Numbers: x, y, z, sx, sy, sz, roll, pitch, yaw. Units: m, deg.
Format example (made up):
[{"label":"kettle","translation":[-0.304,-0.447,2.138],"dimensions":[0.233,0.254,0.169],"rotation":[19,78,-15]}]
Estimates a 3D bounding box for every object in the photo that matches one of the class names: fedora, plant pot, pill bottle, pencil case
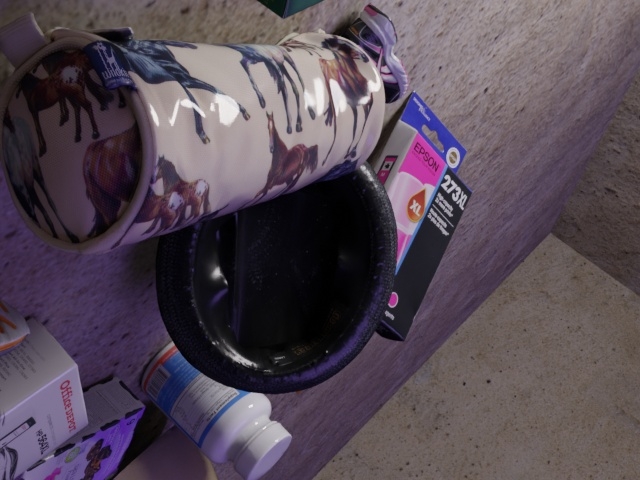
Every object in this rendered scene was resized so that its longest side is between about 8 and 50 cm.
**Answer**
[{"label":"fedora","translation":[-0.064,0.021,1.002],"dimensions":[0.334,0.334,0.152],"rotation":[-47,-165,-9]},{"label":"plant pot","translation":[-0.259,0.453,1.233],"dimensions":[0.284,0.191,0.284],"rotation":[-44,175,-5]},{"label":"pill bottle","translation":[-0.152,0.251,1.162],"dimensions":[0.124,0.221,0.124],"rotation":[-42,159,-21]},{"label":"pencil case","translation":[-0.092,-0.119,0.730],"dimensions":[0.410,0.160,0.184],"rotation":[-23,104,-56]}]

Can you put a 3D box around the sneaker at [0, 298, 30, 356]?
[{"label":"sneaker","translation":[-0.363,0.101,0.679],"dimensions":[0.215,0.084,0.083],"rotation":[-11,136,-45]}]

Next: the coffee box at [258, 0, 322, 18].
[{"label":"coffee box","translation":[-0.052,-0.242,0.581],"dimensions":[0.113,0.184,0.040],"rotation":[-34,155,-37]}]

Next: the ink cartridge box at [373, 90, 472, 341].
[{"label":"ink cartridge box","translation":[0.141,-0.042,1.246],"dimensions":[0.176,0.069,0.371],"rotation":[40,67,-37]}]

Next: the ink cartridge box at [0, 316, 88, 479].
[{"label":"ink cartridge box","translation":[-0.361,0.200,0.835],"dimensions":[0.203,0.086,0.148],"rotation":[-36,155,-32]}]

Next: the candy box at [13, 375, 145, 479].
[{"label":"candy box","translation":[-0.348,0.291,1.036],"dimensions":[0.196,0.070,0.165],"rotation":[-22,146,-53]}]

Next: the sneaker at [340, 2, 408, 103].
[{"label":"sneaker","translation":[0.059,-0.233,1.023],"dimensions":[0.077,0.072,0.178],"rotation":[-37,151,-2]}]

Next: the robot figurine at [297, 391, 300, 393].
[{"label":"robot figurine","translation":[-0.048,0.145,1.341],"dimensions":[0.211,0.085,0.291],"rotation":[8,124,-32]}]
